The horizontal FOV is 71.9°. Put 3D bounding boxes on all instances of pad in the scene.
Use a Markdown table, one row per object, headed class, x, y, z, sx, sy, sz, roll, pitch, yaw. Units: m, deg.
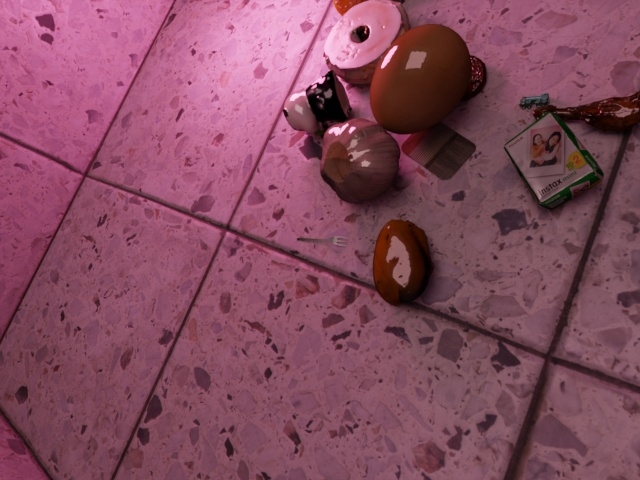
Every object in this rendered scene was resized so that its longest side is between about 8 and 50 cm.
| class | x | y | z | sx | sy | sz | roll | pitch | yaw |
| --- | --- | --- | --- | --- | --- | --- | --- | --- | --- |
| pad | 0.455 | -0.399 | 1.548 | 0.250 | 0.055 | 0.323 | 46 | 115 | 36 |

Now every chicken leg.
| class | x | y | z | sx | sy | sz | roll | pitch | yaw |
| --- | --- | --- | --- | --- | --- | --- | --- | --- | --- |
| chicken leg | 0.797 | -0.381 | 1.325 | 0.304 | 0.093 | 0.113 | 13 | 61 | 42 |

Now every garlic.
| class | x | y | z | sx | sy | sz | roll | pitch | yaw |
| --- | --- | --- | --- | --- | --- | --- | --- | --- | --- |
| garlic | 0.148 | -0.278 | 1.574 | 0.317 | 0.259 | 0.318 | 19 | 119 | 38 |

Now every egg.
| class | x | y | z | sx | sy | sz | roll | pitch | yaw |
| --- | --- | --- | --- | --- | --- | --- | --- | --- | --- |
| egg | 0.330 | -0.531 | 1.491 | 0.374 | 0.300 | 0.301 | -55 | 48 | 37 |

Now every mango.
| class | x | y | z | sx | sy | sz | roll | pitch | yaw |
| --- | --- | --- | --- | --- | --- | --- | --- | --- | --- |
| mango | 0.262 | 0.065 | 1.425 | 0.201 | 0.152 | 0.288 | -9 | 69 | 17 |

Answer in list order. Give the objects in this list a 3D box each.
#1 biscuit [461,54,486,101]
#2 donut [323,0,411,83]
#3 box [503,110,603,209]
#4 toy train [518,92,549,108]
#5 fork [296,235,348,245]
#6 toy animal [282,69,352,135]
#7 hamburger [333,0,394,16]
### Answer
| class | x | y | z | sx | sy | sz | roll | pitch | yaw |
| --- | --- | --- | --- | --- | --- | --- | --- | --- | --- |
| biscuit | 0.503 | -0.587 | 1.599 | 0.191 | 0.049 | 0.192 | -7 | 75 | 26 |
| donut | 0.193 | -0.805 | 1.814 | 0.382 | 0.142 | 0.383 | -12 | 64 | 27 |
| box | 0.677 | -0.230 | 1.293 | 0.180 | 0.102 | 0.250 | -40 | 54 | 33 |
| toy train | 0.697 | -0.456 | 1.442 | 0.092 | 0.029 | 0.045 | 7 | 67 | 34 |
| fork | -0.001 | -0.001 | 1.688 | 0.234 | 0.021 | 0.039 | 3 | 70 | 32 |
| toy animal | -0.014 | -0.534 | 1.805 | 0.266 | 0.212 | 0.213 | -23 | 61 | 26 |
| hamburger | 0.190 | -1.068 | 1.873 | 0.295 | 0.227 | 0.152 | -20 | 31 | 23 |
